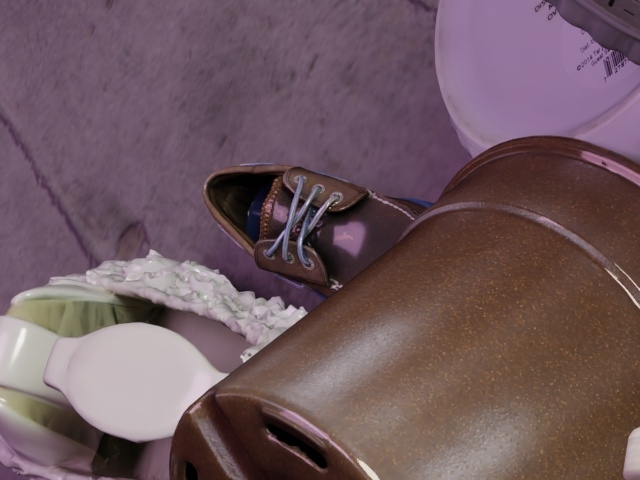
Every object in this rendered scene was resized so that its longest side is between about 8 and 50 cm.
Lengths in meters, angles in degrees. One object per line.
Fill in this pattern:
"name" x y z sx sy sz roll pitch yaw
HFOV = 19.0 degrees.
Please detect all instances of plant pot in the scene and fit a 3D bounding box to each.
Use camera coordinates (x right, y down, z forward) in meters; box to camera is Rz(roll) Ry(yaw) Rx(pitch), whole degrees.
"plant pot" 0.049 0.072 0.661 0.167 0.165 0.167 28 133 34

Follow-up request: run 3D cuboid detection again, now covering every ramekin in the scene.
"ramekin" 0.138 -0.091 0.744 0.207 0.109 0.207 -32 47 41

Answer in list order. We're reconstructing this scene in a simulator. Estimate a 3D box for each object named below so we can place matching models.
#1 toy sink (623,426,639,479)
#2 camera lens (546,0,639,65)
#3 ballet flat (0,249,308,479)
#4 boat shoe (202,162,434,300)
"toy sink" 0.221 0.016 0.523 0.234 0.152 0.131 -14 60 53
"camera lens" 0.153 -0.179 0.524 0.274 0.219 0.219 103 179 -74
"ballet flat" -0.090 0.068 0.952 0.409 0.147 0.147 2 73 56
"boat shoe" 0.000 0.000 0.924 0.183 0.066 0.066 13 82 57
